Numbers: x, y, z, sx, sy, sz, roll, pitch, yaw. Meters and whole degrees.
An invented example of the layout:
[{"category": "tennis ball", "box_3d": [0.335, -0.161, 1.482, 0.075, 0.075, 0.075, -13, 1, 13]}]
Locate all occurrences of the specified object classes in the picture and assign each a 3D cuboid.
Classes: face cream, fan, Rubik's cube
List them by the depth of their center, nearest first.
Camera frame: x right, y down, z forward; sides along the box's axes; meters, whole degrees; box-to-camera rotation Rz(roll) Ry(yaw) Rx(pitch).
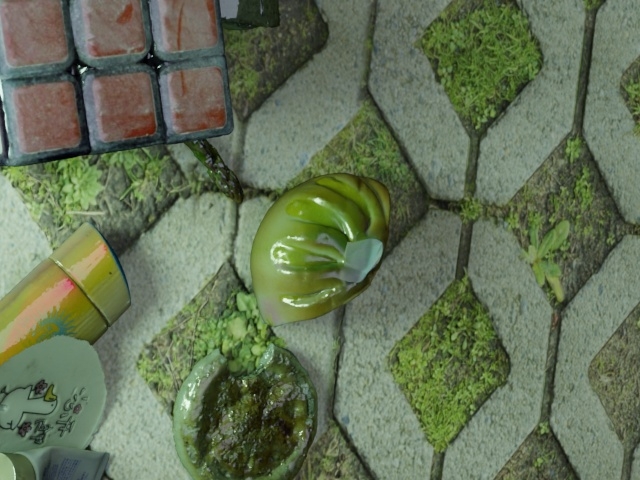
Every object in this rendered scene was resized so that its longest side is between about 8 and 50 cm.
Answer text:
[{"category": "Rubik's cube", "box_3d": [-0.315, -0.258, 1.662, 0.305, 0.301, 0.303, -10, 99, -31]}, {"category": "fan", "box_3d": [-0.420, 0.213, 1.721, 0.415, 0.012, 0.233, 22, 92, -55]}, {"category": "face cream", "box_3d": [-0.370, 0.117, 1.799, 0.285, 0.067, 0.139, -47, 123, -21]}, {"category": "face cream", "box_3d": [-0.365, 0.326, 1.800, 0.224, 0.070, 0.114, 26, 82, -62]}]

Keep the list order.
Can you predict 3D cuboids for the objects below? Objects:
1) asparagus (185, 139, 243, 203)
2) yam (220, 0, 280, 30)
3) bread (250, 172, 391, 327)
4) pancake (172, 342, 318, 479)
[{"category": "asparagus", "box_3d": [-0.158, -0.115, 1.936, 0.165, 0.030, 0.036, 54, 43, -23]}, {"category": "yam", "box_3d": [-0.150, -0.432, 1.816, 0.195, 0.195, 0.300, -8, 100, -32]}, {"category": "bread", "box_3d": [-0.010, 0.008, 1.972, 0.156, 0.158, 0.260, 24, 79, -29]}, {"category": "pancake", "box_3d": [-0.105, 0.273, 2.005, 0.254, 0.037, 0.253, -3, 96, -33]}]
